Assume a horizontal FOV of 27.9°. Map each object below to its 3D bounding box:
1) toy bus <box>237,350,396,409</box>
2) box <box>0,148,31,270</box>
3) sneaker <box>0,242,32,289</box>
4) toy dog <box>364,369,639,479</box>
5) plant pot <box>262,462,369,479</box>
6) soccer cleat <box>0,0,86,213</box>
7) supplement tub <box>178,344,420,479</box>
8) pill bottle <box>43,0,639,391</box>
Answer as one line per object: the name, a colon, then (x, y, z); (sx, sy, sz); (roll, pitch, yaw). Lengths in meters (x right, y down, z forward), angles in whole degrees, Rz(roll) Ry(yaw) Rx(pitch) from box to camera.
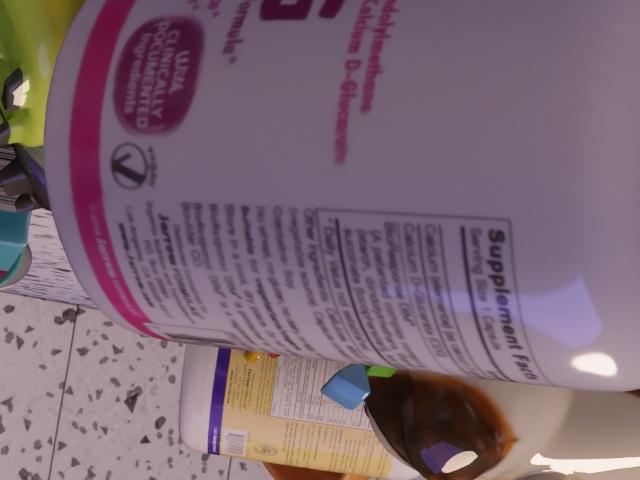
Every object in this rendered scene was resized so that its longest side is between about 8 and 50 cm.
toy bus: (-0.004, 0.008, 0.997); (0.190, 0.202, 0.104); (19, 136, -21)
box: (-0.251, -0.036, 0.974); (0.060, 0.101, 0.244); (10, 173, -15)
sneaker: (-0.368, 0.005, 1.363); (0.178, 0.124, 0.295); (15, 175, 31)
toy dog: (0.227, 0.142, 1.145); (0.407, 0.285, 0.395); (11, 156, -16)
plant pot: (0.045, 0.188, 1.744); (0.203, 0.291, 0.291); (-6, -179, -35)
soccer cleat: (-0.113, -0.085, 0.629); (0.121, 0.093, 0.289); (-21, 173, -12)
supplement tub: (0.020, 0.140, 1.452); (0.331, 0.241, 0.241); (8, 172, -1)
pill bottle: (0.056, -0.031, 0.471); (0.283, 0.160, 0.160); (4, 171, 27)
